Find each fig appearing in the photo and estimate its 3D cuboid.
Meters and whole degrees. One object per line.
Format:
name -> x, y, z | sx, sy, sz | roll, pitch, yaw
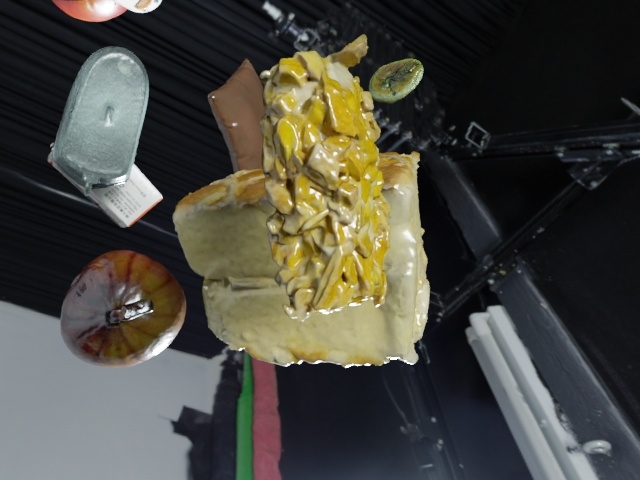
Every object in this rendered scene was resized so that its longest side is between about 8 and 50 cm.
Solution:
fig -> -0.395, 0.136, 0.893 | 0.235, 0.235, 0.214 | -62, 173, 11

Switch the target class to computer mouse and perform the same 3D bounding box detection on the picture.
computer mouse -> -0.332, -0.180, 0.690 | 0.068, 0.113, 0.229 | 20, -88, 56

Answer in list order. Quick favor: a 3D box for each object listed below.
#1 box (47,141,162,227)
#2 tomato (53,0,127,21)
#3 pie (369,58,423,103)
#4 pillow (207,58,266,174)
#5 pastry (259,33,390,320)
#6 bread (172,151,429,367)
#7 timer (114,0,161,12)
box -> -0.393, -0.116, 0.819 | 0.099, 0.182, 0.133 | -47, -154, -19
tomato -> -0.370, -0.455, 0.714 | 0.195, 0.136, 0.195 | 27, -50, 38
pie -> 0.108, -0.232, 0.646 | 0.084, 0.021, 0.084 | -16, -128, 22
pillow -> -0.203, -0.315, 1.257 | 0.108, 0.308, 0.305 | -5, -145, 14
pastry -> 0.009, -0.055, 0.427 | 0.102, 0.154, 0.250 | 1, -83, 29
bread -> 0.000, 0.000, 0.790 | 0.390, 0.371, 0.279 | -63, 149, -68
timer -> -0.315, -0.418, 0.557 | 0.234, 0.233, 0.240 | -61, 171, 12
